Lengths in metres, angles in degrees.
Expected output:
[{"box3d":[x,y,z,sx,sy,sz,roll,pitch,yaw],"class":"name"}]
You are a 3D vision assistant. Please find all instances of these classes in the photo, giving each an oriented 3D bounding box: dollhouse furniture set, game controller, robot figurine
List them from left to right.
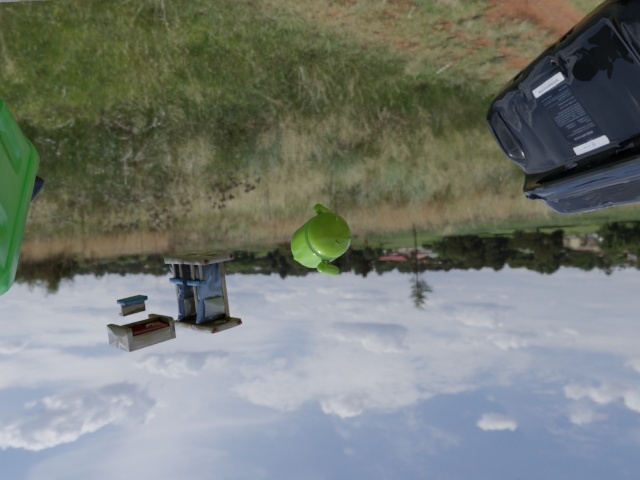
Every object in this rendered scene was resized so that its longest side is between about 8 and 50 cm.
[{"box3d":[-0.246,0.097,0.871,0.129,0.129,0.183,-1,-172,45],"class":"dollhouse furniture set"},{"box3d":[0.000,0.000,0.747,0.067,0.101,0.115,6,161,-25],"class":"robot figurine"},{"box3d":[0.256,-0.109,0.486,0.067,0.166,0.319,-27,179,-4],"class":"game controller"}]

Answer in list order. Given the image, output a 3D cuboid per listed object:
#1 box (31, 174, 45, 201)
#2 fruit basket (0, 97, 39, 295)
[{"box3d":[-0.862,-0.066,0.906,0.297,0.480,0.472,15,160,50],"class":"box"},{"box3d":[-0.579,-0.070,0.668,0.392,0.283,0.392,-2,157,-1],"class":"fruit basket"}]
